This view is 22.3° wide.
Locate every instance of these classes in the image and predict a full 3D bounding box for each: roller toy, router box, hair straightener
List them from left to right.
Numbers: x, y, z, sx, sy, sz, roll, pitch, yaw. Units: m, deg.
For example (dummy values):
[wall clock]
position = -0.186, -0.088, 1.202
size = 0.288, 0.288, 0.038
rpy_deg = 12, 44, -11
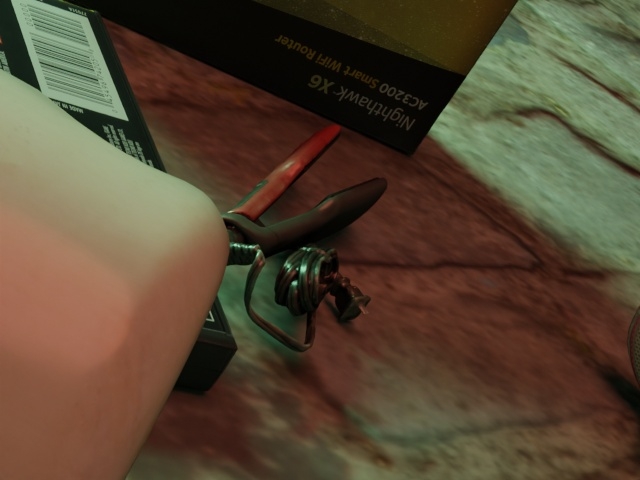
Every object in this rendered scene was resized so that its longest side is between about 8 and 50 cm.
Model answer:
[roller toy]
position = -0.127, 0.038, 0.446
size = 0.146, 0.191, 0.209
rpy_deg = 30, 26, -5
[router box]
position = -0.014, -0.219, 0.978
size = 0.309, 0.243, 0.081
rpy_deg = 22, 28, -22
[hair straightener]
position = 0.000, 0.000, 0.811
size = 0.089, 0.047, 0.230
rpy_deg = 48, 16, -1

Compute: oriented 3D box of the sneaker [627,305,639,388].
[sneaker]
position = 0.230, 0.111, 0.845
size = 0.111, 0.103, 0.252
rpy_deg = 14, 31, -38

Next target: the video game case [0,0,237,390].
[video game case]
position = -0.184, -0.056, 0.732
size = 0.248, 0.035, 0.275
rpy_deg = 16, 31, -34
